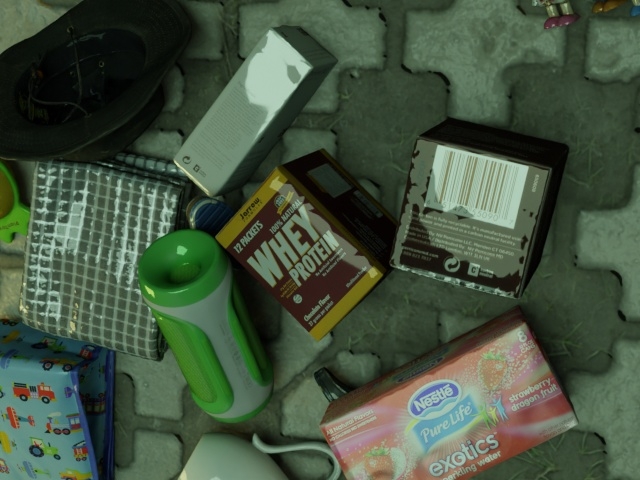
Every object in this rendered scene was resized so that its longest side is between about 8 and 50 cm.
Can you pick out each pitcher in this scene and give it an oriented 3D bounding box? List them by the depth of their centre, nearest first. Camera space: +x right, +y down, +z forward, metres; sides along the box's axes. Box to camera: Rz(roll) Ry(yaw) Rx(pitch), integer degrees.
[{"bbox_3d":[-0.087,0.343,1.656,0.207,0.125,0.178,29,88,-1],"label":"pitcher"}]

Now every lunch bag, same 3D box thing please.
[{"bbox_3d":[-0.435,0.285,1.753,0.221,0.138,0.293,6,113,14],"label":"lunch bag"}]

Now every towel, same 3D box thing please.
[{"bbox_3d":[-0.307,0.015,1.646,0.235,0.121,0.284,13,105,14],"label":"towel"}]

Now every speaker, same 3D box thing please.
[{"bbox_3d":[-0.149,0.123,1.542,0.131,0.131,0.296,2,139,18],"label":"speaker"}]

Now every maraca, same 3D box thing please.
[{"bbox_3d":[-0.505,-0.072,1.708,0.127,0.099,0.186,-17,121,28],"label":"maraca"}]

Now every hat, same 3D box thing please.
[{"bbox_3d":[-0.308,-0.196,1.579,0.331,0.331,0.134,-9,138,20],"label":"hat"}]

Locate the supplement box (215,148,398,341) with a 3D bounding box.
[{"bbox_3d":[0.000,0.000,1.503,0.191,0.194,0.129,45,111,5],"label":"supplement box"}]

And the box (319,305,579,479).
[{"bbox_3d":[0.167,0.225,1.495,0.300,0.142,0.154,-27,91,8],"label":"box"}]

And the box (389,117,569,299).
[{"bbox_3d":[0.202,-0.046,1.423,0.168,0.203,0.167,15,106,15],"label":"box"}]

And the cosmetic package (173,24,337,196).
[{"bbox_3d":[-0.087,-0.175,1.537,0.085,0.117,0.231,43,112,5],"label":"cosmetic package"}]

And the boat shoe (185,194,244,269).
[{"bbox_3d":[-0.148,-0.017,1.563,0.066,0.183,0.066,-45,61,-8],"label":"boat shoe"}]

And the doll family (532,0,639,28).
[{"bbox_3d":[0.334,-0.354,1.343,0.118,0.263,0.163,-29,106,-21],"label":"doll family"}]

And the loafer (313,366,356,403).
[{"bbox_3d":[0.064,0.233,1.610,0.170,0.062,0.061,42,96,-1],"label":"loafer"}]
